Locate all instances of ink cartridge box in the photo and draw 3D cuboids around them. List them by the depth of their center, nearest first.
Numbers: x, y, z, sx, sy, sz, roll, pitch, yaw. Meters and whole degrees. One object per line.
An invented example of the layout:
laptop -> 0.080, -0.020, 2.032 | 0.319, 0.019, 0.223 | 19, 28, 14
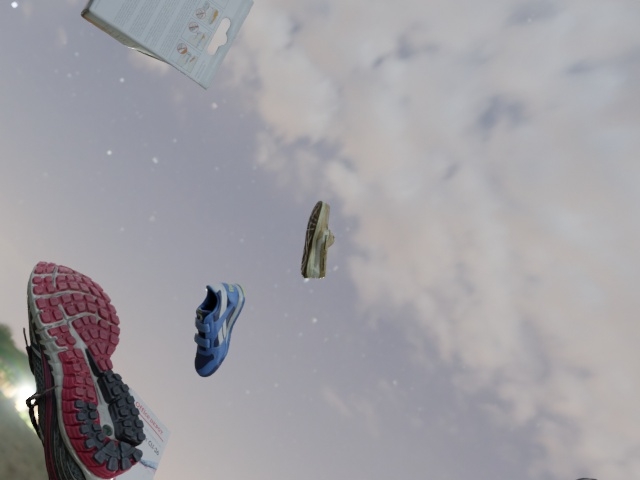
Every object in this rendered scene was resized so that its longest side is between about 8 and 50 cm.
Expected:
ink cartridge box -> -0.193, -0.301, 1.035 | 0.179, 0.145, 0.045 | 32, -12, -31
ink cartridge box -> -0.286, 0.293, 1.150 | 0.067, 0.198, 0.115 | -12, -52, 23

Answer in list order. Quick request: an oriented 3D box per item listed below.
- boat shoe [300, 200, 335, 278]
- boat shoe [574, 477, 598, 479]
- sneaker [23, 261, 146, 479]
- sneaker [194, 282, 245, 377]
boat shoe -> 0.000, 0.000, 1.369 | 0.045, 0.135, 0.050 | 9, 11, -18
boat shoe -> 0.300, 0.392, 0.809 | 0.132, 0.355, 0.130 | 35, -51, -15
sneaker -> -0.312, 0.157, 0.975 | 0.121, 0.112, 0.299 | 20, 42, -49
sneaker -> -0.160, 0.126, 1.166 | 0.059, 0.144, 0.053 | 18, -2, -43
